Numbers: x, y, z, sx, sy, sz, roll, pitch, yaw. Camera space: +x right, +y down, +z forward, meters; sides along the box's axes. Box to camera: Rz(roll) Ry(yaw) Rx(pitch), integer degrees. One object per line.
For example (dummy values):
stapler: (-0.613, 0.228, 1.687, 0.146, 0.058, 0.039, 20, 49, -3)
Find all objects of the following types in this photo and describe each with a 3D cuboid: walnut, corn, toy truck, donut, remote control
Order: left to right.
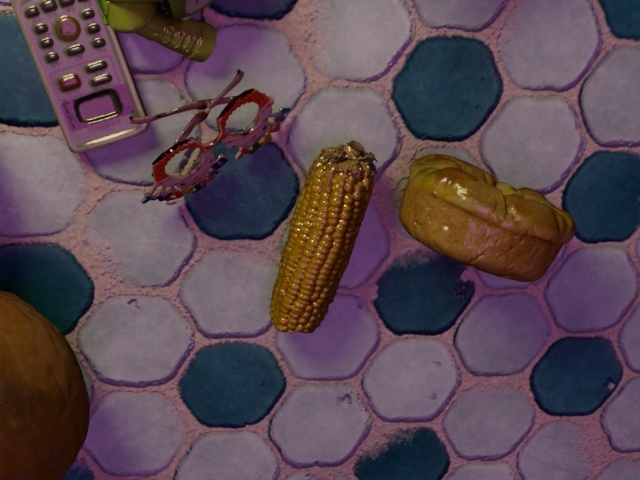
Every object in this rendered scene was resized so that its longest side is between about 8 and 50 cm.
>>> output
walnut: (-0.477, 0.226, 1.225, 0.333, 0.333, 0.332, -4, 110, -10)
remote control: (-0.335, -0.266, 1.204, 0.123, 0.038, 0.285, -17, 112, -5)
toy truck: (-0.216, -0.337, 1.150, 0.187, 0.148, 0.210, -3, 129, -29)
corn: (0.000, 0.000, 1.333, 0.115, 0.115, 0.317, 13, 107, -16)
donut: (0.246, -0.031, 1.320, 0.261, 0.208, 0.128, 20, 105, -13)

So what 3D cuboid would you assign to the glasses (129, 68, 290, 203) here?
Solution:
glasses: (-0.164, -0.146, 1.256, 0.255, 0.095, 0.162, -33, 154, -1)
